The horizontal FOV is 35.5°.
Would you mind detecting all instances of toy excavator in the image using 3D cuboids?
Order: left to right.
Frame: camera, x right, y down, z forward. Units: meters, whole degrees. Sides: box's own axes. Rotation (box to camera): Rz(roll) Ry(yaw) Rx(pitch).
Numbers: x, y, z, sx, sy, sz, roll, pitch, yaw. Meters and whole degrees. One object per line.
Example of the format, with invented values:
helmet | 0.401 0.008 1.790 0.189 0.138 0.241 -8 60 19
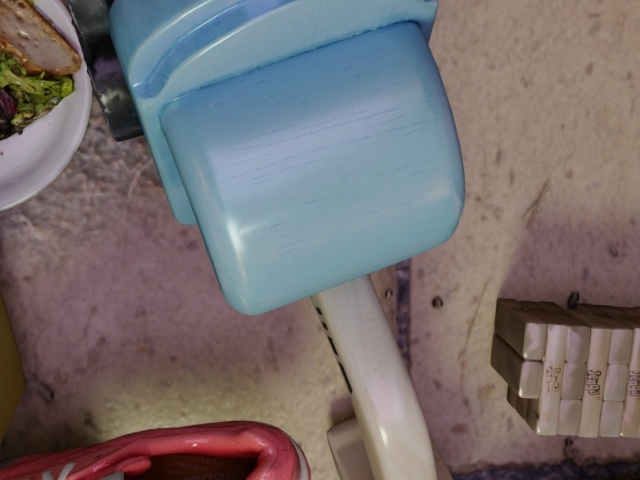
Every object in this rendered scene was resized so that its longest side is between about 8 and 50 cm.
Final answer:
toy excavator | 0.000 0.000 0.670 0.222 0.433 0.445 -19 73 -8

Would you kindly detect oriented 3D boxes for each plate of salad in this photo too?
plate of salad | -0.269 -0.114 0.730 0.200 0.048 0.200 -1 100 -7

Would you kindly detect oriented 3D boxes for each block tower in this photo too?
block tower | 0.312 0.106 0.812 0.335 0.097 0.091 4 99 -5

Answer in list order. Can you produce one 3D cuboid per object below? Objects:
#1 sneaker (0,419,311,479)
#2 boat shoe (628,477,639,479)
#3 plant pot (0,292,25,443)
sneaker | -0.160 0.175 0.671 0.314 0.136 0.116 -15 69 -9
boat shoe | 0.169 0.306 0.802 0.340 0.158 0.127 -25 93 9
plant pot | -0.323 0.090 0.676 0.212 0.212 0.187 -24 114 9
